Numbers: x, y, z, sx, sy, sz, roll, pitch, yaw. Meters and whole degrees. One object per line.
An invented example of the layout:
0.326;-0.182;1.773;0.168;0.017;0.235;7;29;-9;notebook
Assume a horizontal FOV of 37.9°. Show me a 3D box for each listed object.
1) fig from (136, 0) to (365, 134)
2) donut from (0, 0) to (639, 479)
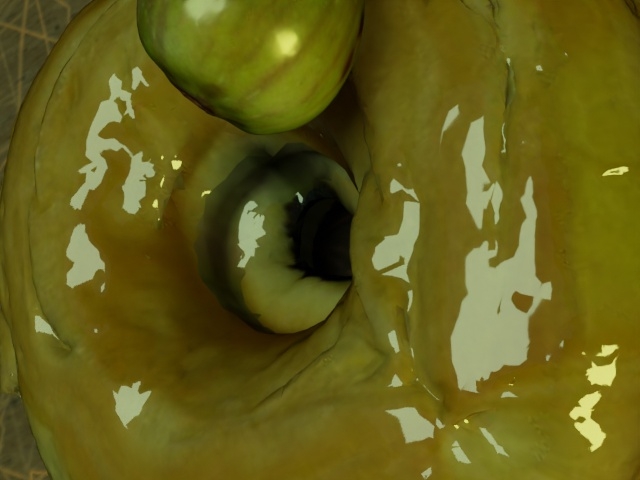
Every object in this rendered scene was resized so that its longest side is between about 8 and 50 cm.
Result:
-0.007;-0.118;0.388;0.093;0.093;0.166;19;62;31;fig
0.000;0.000;0.507;0.449;0.198;0.449;-7;76;30;donut
